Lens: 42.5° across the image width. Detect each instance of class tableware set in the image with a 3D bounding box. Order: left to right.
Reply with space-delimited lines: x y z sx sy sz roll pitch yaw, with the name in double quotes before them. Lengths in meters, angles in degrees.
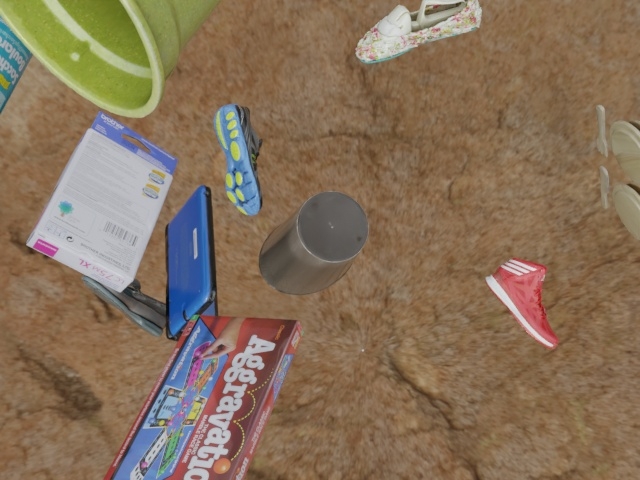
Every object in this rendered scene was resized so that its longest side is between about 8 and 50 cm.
"tableware set" 0.396 -0.075 1.011 0.039 0.194 0.128 -28 47 -4

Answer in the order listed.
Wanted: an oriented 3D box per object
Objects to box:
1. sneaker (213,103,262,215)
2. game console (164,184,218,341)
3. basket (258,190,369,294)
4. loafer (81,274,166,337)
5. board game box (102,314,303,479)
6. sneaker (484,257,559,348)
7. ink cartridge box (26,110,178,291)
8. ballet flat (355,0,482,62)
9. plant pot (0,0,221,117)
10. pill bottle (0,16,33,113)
"sneaker" -0.121 -0.133 1.357 0.067 0.078 0.188 -1 105 37
"game console" -0.230 0.078 1.722 0.173 0.250 0.293 18 46 -32
"basket" 0.000 0.000 1.502 0.204 0.227 0.154 -25 84 -17
"loafer" -0.417 0.119 1.797 0.096 0.267 0.084 21 70 35
"board game box" -0.129 0.194 0.885 0.145 0.027 0.281 1 43 22
"sneaker" 0.490 0.132 1.869 0.128 0.087 0.221 -44 85 13
"ink cartridge box" -0.387 -0.076 1.503 0.186 0.065 0.311 31 49 -21
"ballet flat" 0.171 -0.386 1.448 0.241 0.077 0.091 -21 49 -8
"plant pot" -0.198 -0.321 0.896 0.276 0.276 0.254 37 64 7
"pill bottle" -0.466 -0.226 1.059 0.146 0.146 0.264 20 74 5
